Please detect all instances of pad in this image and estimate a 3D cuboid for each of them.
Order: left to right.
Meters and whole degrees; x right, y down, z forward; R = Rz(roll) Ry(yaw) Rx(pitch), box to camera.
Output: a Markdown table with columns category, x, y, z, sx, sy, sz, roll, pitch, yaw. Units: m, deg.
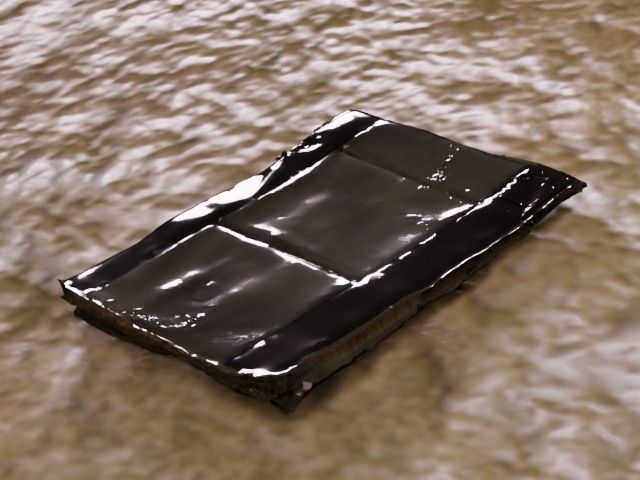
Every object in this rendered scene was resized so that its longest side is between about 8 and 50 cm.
| category | x | y | z | sx | sy | sz | roll | pitch | yaw |
| --- | --- | --- | --- | --- | --- | --- | --- | --- | --- |
| pad | 0.000 | 0.001 | 1.025 | 0.174 | 0.022 | 0.233 | 20 | 41 | 40 |
